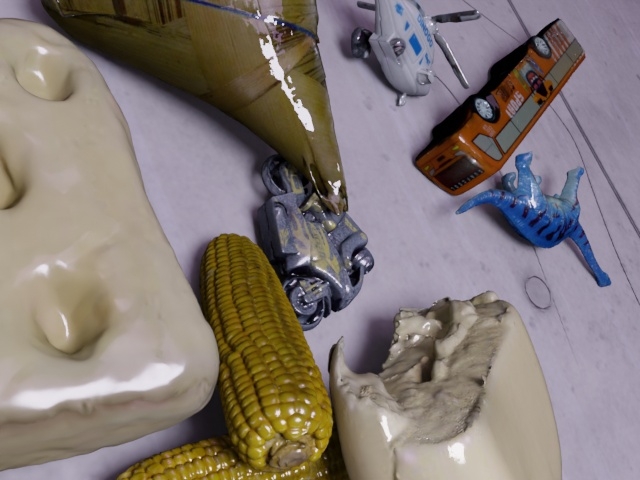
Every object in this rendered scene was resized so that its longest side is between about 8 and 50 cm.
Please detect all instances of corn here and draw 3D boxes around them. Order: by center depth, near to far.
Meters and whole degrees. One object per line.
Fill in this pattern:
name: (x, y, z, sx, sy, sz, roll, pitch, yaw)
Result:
corn: (-0.055, 0.186, 0.497, 0.238, 0.080, 0.080, -8, 70, -34)
corn: (-0.051, 0.080, 0.515, 0.080, 0.080, 0.231, 11, 31, -28)

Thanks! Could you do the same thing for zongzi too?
zongzi: (-0.118, -0.152, 0.606, 0.260, 0.123, 0.289, -7, 91, -6)

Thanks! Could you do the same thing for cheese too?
cheese: (-0.271, 0.001, 0.425, 0.328, 0.129, 0.351, -15, 71, -33)
cheese: (0.117, 0.159, 0.543, 0.266, 0.127, 0.233, -34, 103, -62)

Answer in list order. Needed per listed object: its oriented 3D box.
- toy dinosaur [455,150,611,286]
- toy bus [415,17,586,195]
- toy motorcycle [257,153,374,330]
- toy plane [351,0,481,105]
toy dinosaur: (0.288, -0.045, 0.842, 0.329, 0.076, 0.145, 22, 62, -34)
toy bus: (0.266, -0.201, 0.898, 0.092, 0.093, 0.409, 48, 52, -5)
toy motorcycle: (0.000, 0.000, 0.642, 0.124, 0.061, 0.194, 9, 61, -32)
toy plane: (0.090, -0.275, 0.755, 0.181, 0.273, 0.107, 30, 76, 23)
